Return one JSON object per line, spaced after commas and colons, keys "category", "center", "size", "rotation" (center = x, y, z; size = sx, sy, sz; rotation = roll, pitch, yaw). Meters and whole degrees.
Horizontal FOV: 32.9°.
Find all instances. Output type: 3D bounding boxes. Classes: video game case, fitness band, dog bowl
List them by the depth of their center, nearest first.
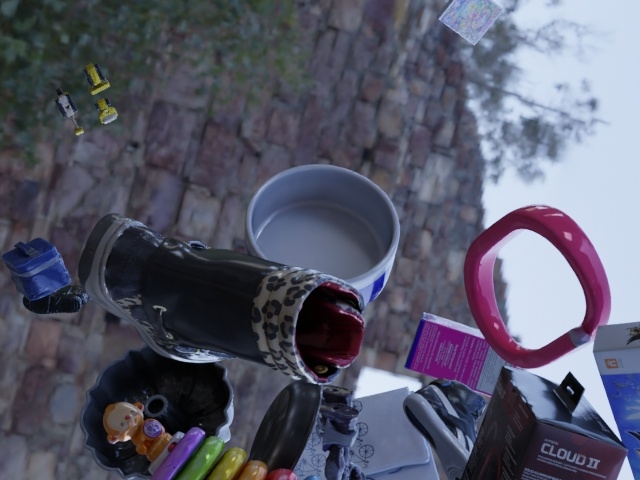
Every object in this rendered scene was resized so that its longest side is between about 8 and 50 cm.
{"category": "video game case", "center": [0.492, 0.214, 1.342], "size": [0.269, 0.244, 0.061], "rotation": [66, 32, -24]}
{"category": "fitness band", "center": [0.290, 0.068, 1.498], "size": [0.209, 0.054, 0.291], "rotation": [64, -25, 11]}
{"category": "dog bowl", "center": [0.000, 0.000, 1.873], "size": [0.104, 0.265, 0.265], "rotation": [98, -2, -52]}
{"category": "video game case", "center": [0.282, -0.427, 2.036], "size": [0.087, 0.122, 0.011], "rotation": [-51, -133, 16]}

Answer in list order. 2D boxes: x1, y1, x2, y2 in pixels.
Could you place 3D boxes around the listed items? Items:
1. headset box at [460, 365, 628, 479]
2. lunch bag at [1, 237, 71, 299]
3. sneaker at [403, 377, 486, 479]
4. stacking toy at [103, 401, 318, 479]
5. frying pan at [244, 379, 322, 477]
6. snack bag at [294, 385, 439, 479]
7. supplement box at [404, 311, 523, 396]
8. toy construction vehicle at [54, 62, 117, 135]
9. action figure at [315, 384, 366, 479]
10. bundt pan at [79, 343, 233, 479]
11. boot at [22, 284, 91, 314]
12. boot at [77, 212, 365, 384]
{"category": "headset box", "center": [0.237, 0.292, 1.245], "size": [0.218, 0.110, 0.293], "rotation": [-94, -158, -82]}
{"category": "lunch bag", "center": [-0.395, 0.033, 1.497], "size": [0.098, 0.067, 0.065], "rotation": [18, -49, 55]}
{"category": "sneaker", "center": [0.241, 0.314, 1.744], "size": [0.217, 0.121, 0.079], "rotation": [55, -32, 12]}
{"category": "stacking toy", "center": [-0.165, 0.314, 1.447], "size": [0.175, 0.302, 0.166], "rotation": [-51, 179, -30]}
{"category": "frying pan", "center": [-0.079, 0.312, 1.661], "size": [0.326, 0.053, 0.197], "rotation": [-42, -156, 59]}
{"category": "snack bag", "center": [0.085, 0.490, 2.268], "size": [0.037, 0.323, 0.342], "rotation": [89, -12, -57]}
{"category": "supplement box", "center": [0.293, 0.236, 2.204], "size": [0.111, 0.220, 0.114], "rotation": [-25, 134, -82]}
{"category": "toy construction vehicle", "center": [-0.361, -0.217, 1.663], "size": [0.035, 0.086, 0.098], "rotation": [48, -15, 49]}
{"category": "action figure", "center": [0.028, 0.403, 1.895], "size": [0.185, 0.099, 0.285], "rotation": [-52, 143, -68]}
{"category": "bundt pan", "center": [-0.330, 0.378, 2.279], "size": [0.124, 0.330, 0.331], "rotation": [74, 16, -50]}
{"category": "boot", "center": [-0.516, 0.113, 2.133], "size": [0.099, 0.121, 0.045], "rotation": [-103, -162, -77]}
{"category": "boot", "center": [-0.083, 0.093, 1.303], "size": [0.138, 0.284, 0.377], "rotation": [-69, 153, -15]}
